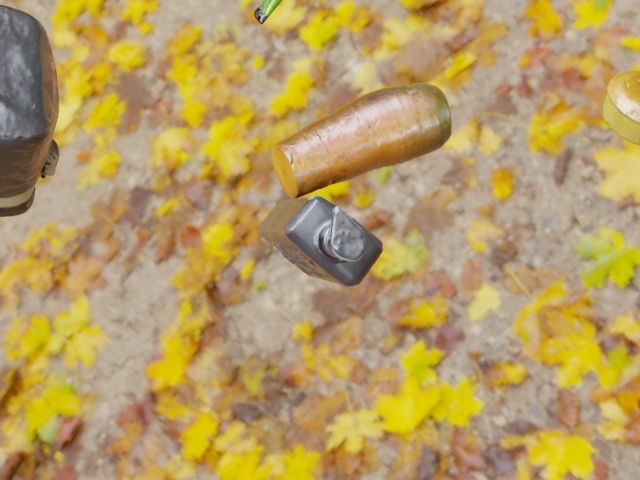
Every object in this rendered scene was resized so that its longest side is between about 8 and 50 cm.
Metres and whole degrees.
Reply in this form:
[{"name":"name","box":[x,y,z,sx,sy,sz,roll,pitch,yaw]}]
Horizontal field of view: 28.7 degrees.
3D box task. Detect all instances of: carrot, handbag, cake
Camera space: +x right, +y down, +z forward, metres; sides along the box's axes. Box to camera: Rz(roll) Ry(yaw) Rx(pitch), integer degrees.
[{"name":"carrot","box":[0.043,-0.109,1.320,0.193,0.087,0.087,-18,46,-8]},{"name":"handbag","box":[-0.425,-0.162,1.609,0.181,0.181,0.254,118,147,-48]},{"name":"cake","box":[0.326,-0.134,1.258,0.084,0.044,0.084,5,46,-6]}]

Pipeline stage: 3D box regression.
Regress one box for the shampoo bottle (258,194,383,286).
[{"name":"shampoo bottle","box":[0.001,0.000,1.363,0.071,0.098,0.309,-49,9,-5]}]

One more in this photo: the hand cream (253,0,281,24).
[{"name":"hand cream","box":[-0.058,-0.381,1.894,0.122,0.023,0.036,-48,44,12]}]
